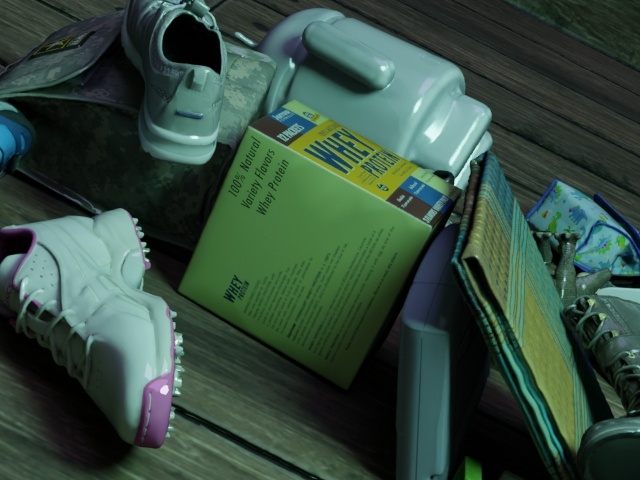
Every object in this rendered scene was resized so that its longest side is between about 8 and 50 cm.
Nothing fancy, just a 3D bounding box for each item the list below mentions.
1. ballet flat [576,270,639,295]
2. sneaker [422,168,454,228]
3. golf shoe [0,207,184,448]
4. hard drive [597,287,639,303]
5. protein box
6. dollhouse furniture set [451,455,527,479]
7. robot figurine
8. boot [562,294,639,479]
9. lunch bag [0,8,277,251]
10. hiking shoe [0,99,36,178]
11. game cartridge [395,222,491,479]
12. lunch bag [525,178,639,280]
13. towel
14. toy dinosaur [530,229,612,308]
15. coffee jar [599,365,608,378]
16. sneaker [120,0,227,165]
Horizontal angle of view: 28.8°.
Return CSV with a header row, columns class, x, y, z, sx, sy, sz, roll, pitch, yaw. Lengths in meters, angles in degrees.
class,x,y,z,sx,sy,sz,roll,pitch,yaw
ballet flat,0.418,0.057,1.752,0.173,0.049,0.057,5,31,-40
sneaker,0.154,-0.013,1.524,0.229,0.132,0.086,24,25,-6
golf shoe,-0.201,0.073,1.052,0.140,0.115,0.306,3,26,-23
hard drive,0.503,0.087,1.598,0.210,0.040,0.319,3,-1,30
protein box,0.000,0.000,1.260,0.201,0.199,0.136,29,24,8
dollhouse furniture set,0.185,0.253,1.122,0.152,0.058,0.076,26,25,-3
robot figurine,0.049,-0.179,1.642,0.354,0.199,0.300,28,-20,17
boot,0.290,0.138,1.166,0.263,0.091,0.229,12,34,-36
lunch bag,-0.217,-0.145,1.375,0.287,0.168,0.235,19,31,0
hiking shoe,-0.340,-0.029,1.113,0.132,0.113,0.304,38,35,5
game cartridge,0.127,0.094,1.214,0.060,0.196,0.294,10,21,14
lunch bag,0.397,-0.007,1.817,0.151,0.096,0.129,27,18,-37
towel,0.215,0.121,1.180,0.370,0.040,0.271,63,19,-16
toy dinosaur,0.257,0.067,1.497,0.121,0.160,0.313,4,0,27
coffee jar,0.429,0.150,1.544,0.184,0.079,0.096,5,29,-41
sneaker,-0.130,-0.199,1.245,0.105,0.115,0.281,7,40,-23
